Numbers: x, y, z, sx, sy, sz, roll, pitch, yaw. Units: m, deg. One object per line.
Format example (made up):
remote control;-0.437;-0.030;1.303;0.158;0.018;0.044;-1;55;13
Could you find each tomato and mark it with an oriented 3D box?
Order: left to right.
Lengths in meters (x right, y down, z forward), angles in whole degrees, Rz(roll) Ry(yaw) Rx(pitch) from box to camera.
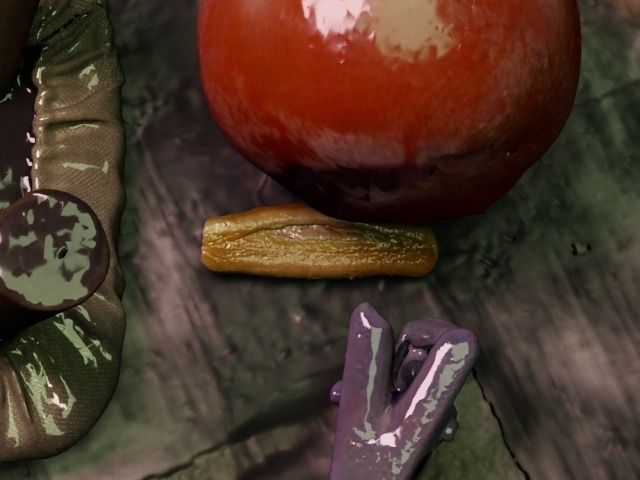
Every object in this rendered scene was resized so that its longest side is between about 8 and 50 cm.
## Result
tomato;0.036;-0.102;1.082;0.208;0.208;0.184;1;69;-9

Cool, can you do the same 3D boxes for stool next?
stool;-0.250;-0.053;1.014;0.310;0.226;0.310;-1;73;-8

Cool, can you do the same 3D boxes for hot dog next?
hot dog;0.000;0.000;1.138;0.137;0.028;0.044;-1;99;-7

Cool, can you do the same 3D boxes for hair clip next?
hair clip;0.009;0.149;1.062;0.137;0.090;0.278;18;69;12
